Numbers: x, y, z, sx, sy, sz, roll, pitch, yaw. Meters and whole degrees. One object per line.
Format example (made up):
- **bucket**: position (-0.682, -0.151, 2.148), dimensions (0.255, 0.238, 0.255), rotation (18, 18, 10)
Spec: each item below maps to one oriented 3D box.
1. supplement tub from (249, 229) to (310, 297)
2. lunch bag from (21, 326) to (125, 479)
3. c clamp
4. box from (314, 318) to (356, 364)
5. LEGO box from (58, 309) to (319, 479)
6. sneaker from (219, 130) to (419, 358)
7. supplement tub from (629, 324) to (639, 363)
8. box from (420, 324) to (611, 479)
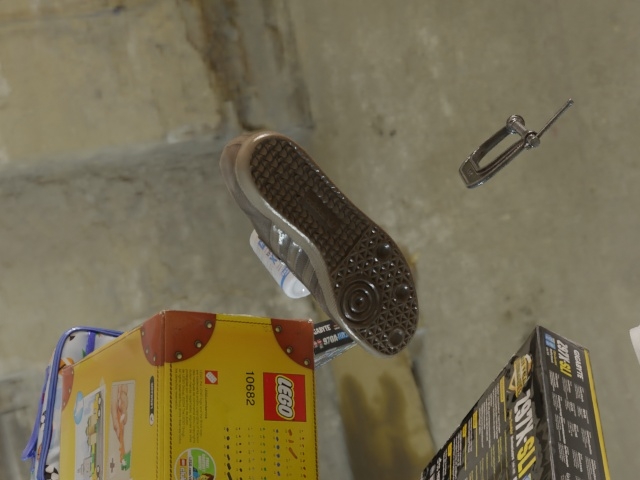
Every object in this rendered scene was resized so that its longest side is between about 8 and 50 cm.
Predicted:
- **supplement tub**: position (-0.045, 0.023, 1.551), dimensions (0.107, 0.071, 0.071), rotation (50, 138, 31)
- **lunch bag**: position (-0.345, 0.298, 1.762), dimensions (0.115, 0.243, 0.304), rotation (140, 138, -56)
- **c clamp**: position (0.209, -0.106, 1.205), dimensions (0.022, 0.137, 0.161), rotation (45, -175, -10)
- **box**: position (-0.047, 0.193, 1.773), dimensions (0.220, 0.175, 0.051), rotation (-34, 77, 33)
- **LEGO box**: position (-0.166, 0.364, 1.271), dimensions (0.372, 0.193, 0.501), rotation (-28, 59, 56)
- **sneaker**: position (0.000, 0.000, 0.761), dimensions (0.188, 0.066, 0.071), rotation (55, 161, -19)
- **supplement tub**: position (0.527, 0.140, 1.446), dimensions (0.199, 0.144, 0.144), rotation (-23, 79, 18)
- **box**: position (0.191, 0.278, 1.125), dimensions (0.257, 0.079, 0.322), rotation (-57, 11, 28)
